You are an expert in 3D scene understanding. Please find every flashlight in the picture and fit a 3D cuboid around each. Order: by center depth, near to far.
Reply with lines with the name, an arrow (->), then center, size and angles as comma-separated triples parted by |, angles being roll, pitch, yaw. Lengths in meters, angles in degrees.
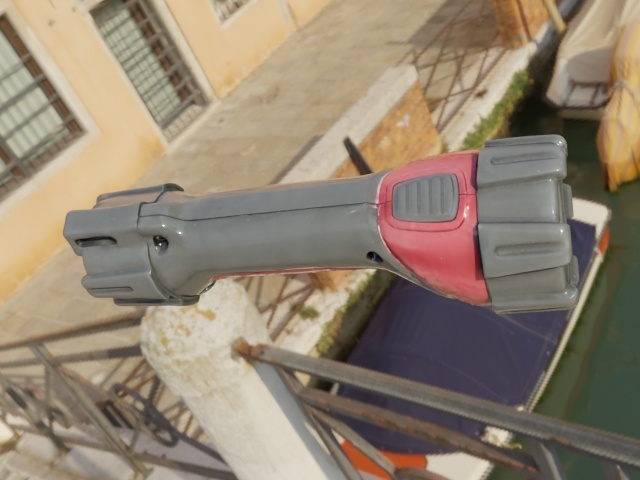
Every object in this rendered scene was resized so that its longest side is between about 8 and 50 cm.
flashlight -> 0.000, 0.000, 0.470 | 0.304, 0.103, 0.103 | -5, 19, 22
